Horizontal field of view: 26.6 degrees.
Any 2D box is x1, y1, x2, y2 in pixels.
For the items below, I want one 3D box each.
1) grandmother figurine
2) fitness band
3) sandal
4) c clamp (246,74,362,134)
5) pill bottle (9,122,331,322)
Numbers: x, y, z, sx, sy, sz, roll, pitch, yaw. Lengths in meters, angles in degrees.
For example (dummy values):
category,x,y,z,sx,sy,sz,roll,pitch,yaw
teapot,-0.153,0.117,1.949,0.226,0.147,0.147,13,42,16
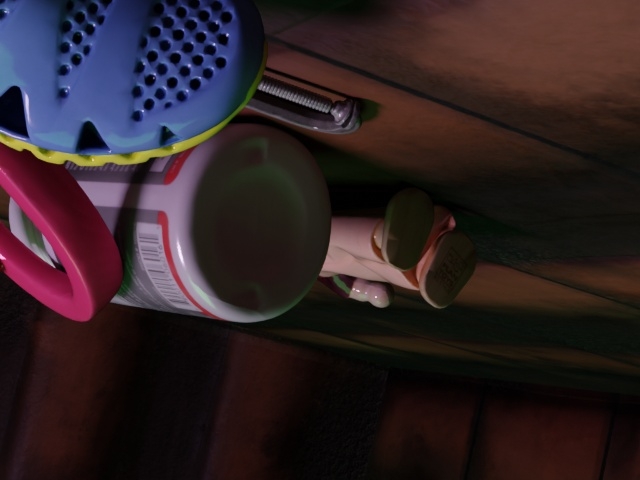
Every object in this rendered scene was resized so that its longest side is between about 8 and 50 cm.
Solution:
category,x,y,z,sx,sy,sz,roll,pitch,yaw
grandmother figurine,0.000,0.000,1.347,0.342,0.104,0.208,8,143,50
fitness band,-0.276,-0.049,1.089,0.291,0.054,0.209,50,147,-14
sandal,-0.184,-0.125,0.695,0.317,0.126,0.138,12,168,3
c clamp,-0.036,-0.102,0.938,0.160,0.022,0.137,18,170,-27
pill bottle,-0.139,-0.021,1.172,0.161,0.161,0.283,20,170,-41
